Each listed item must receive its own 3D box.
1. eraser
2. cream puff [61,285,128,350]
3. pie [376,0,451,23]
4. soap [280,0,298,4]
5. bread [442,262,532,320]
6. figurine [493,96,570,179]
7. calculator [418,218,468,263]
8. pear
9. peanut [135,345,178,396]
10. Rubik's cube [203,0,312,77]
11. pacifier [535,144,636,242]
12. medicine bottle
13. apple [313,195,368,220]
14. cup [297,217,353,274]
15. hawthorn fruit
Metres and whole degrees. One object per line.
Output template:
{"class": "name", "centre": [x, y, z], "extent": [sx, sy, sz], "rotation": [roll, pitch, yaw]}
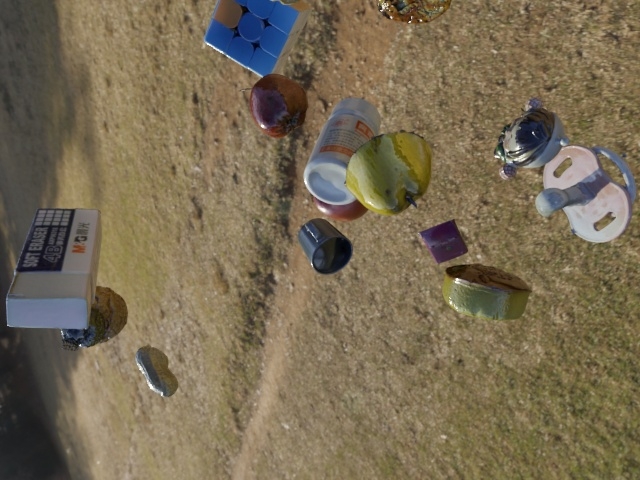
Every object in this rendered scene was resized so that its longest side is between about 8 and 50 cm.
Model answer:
{"class": "eraser", "centre": [-0.492, 0.044, 0.894], "extent": [0.287, 0.130, 0.086], "rotation": [-115, 36, -51]}
{"class": "cream puff", "centre": [-0.659, 0.238, 1.335], "extent": [0.169, 0.183, 0.183], "rotation": [-99, 8, -68]}
{"class": "pie", "centre": [0.343, -0.886, 1.682], "extent": [0.308, 0.308, 0.085], "rotation": [-21, 64, 53]}
{"class": "soap", "centre": [-0.048, -0.641, 0.898], "extent": [0.091, 0.199, 0.315], "rotation": [42, 155, 41]}
{"class": "bread", "centre": [0.512, 0.153, 1.465], "extent": [0.270, 0.270, 0.148], "rotation": [19, 104, 47]}
{"class": "figurine", "centre": [0.679, -0.327, 1.566], "extent": [0.370, 0.167, 0.281], "rotation": [-79, 9, -85]}
{"class": "calculator", "centre": [0.429, 0.009, 1.622], "extent": [0.127, 0.190, 0.034], "rotation": [-24, 42, 17]}
{"class": "pear", "centre": [0.194, -0.152, 1.289], "extent": [0.267, 0.267, 0.178], "rotation": [118, 156, -44]}
{"class": "peanut", "centre": [-0.582, 0.466, 1.684], "extent": [0.214, 0.099, 0.090], "rotation": [51, 124, 23]}
{"class": "Rubik's cube", "centre": [-0.241, -0.860, 1.873], "extent": [0.292, 0.291, 0.290], "rotation": [29, 120, -7]}
{"class": "pacifier", "centre": [0.809, -0.143, 1.477], "extent": [0.273, 0.220, 0.332], "rotation": [-31, 66, 14]}
{"class": "medicine bottle", "centre": [0.087, -0.319, 1.654], "extent": [0.211, 0.371, 0.211], "rotation": [12, 141, 10]}
{"class": "apple", "centre": [0.093, -0.200, 1.871], "extent": [0.260, 0.217, 0.260], "rotation": [12, 106, 48]}
{"class": "cup", "centre": [0.000, 0.000, 0.817], "extent": [0.077, 0.078, 0.100], "rotation": [50, 175, 48]}
{"class": "hawthorn fruit", "centre": [-0.132, -0.386, 1.288], "extent": [0.203, 0.163, 0.162], "rotation": [52, 139, 16]}
